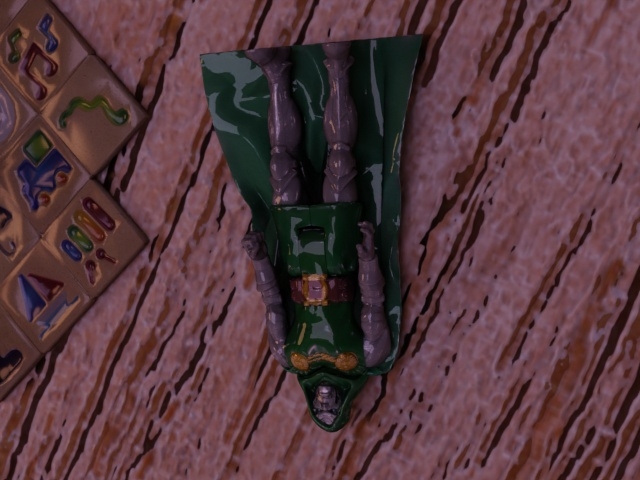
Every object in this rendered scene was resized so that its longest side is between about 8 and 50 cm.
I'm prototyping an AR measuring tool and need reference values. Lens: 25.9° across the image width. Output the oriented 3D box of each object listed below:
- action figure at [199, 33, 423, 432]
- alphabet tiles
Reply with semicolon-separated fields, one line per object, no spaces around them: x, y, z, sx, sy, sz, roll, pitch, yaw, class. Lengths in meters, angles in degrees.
0.000;0.000;0.821;0.137;0.063;0.232;-3;98;21;action figure
-0.276;-0.069;0.958;0.285;0.011;0.342;-46;78;21;alphabet tiles
